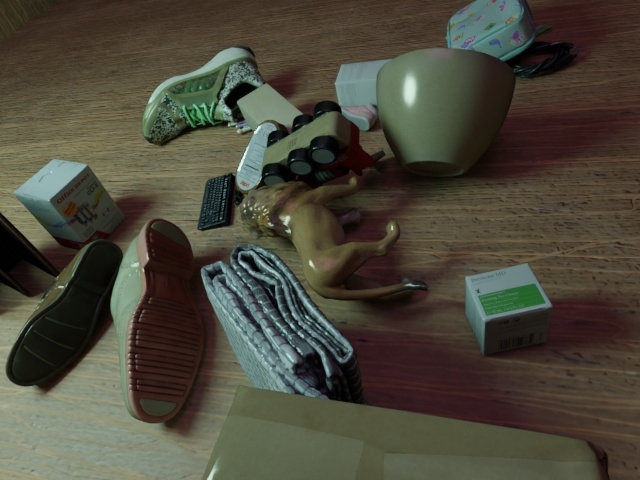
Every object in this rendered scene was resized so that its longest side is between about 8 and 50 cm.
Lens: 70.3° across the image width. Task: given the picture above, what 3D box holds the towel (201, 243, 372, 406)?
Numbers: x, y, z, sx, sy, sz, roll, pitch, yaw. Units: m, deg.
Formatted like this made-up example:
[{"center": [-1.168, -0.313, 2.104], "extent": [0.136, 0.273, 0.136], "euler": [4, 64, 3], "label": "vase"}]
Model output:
[{"center": [-0.039, 0.162, 0.651], "extent": [0.121, 0.235, 0.283], "euler": [-31, 47, -21], "label": "towel"}]

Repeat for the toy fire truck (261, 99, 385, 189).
[{"center": [0.025, -0.172, 0.991], "extent": [0.217, 0.246, 0.159], "euler": [-20, 53, 39], "label": "toy fire truck"}]

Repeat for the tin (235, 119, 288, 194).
[{"center": [-0.142, -0.196, 1.082], "extent": [0.106, 0.040, 0.190], "euler": [30, 97, 45], "label": "tin"}]

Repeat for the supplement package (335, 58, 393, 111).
[{"center": [0.142, -0.411, 1.223], "extent": [0.179, 0.105, 0.105], "euler": [1, 47, 18], "label": "supplement package"}]

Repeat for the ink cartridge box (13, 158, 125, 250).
[{"center": [-0.589, -0.083, 1.079], "extent": [0.127, 0.176, 0.128], "euler": [10, 52, 25], "label": "ink cartridge box"}]

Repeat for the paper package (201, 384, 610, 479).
[{"center": [0.071, 0.302, 0.431], "extent": [0.324, 0.310, 0.168], "euler": [2, 44, 18], "label": "paper package"}]

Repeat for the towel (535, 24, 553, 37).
[{"center": [0.559, -0.575, 1.287], "extent": [0.113, 0.023, 0.152], "euler": [-30, 30, -8], "label": "towel"}]

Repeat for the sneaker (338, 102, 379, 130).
[{"center": [0.095, -0.336, 1.207], "extent": [0.134, 0.051, 0.070], "euler": [27, 58, 31], "label": "sneaker"}]

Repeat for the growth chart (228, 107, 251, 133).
[{"center": [-0.213, -0.393, 1.370], "extent": [0.171, 0.021, 0.237], "euler": [-24, 45, -5], "label": "growth chart"}]

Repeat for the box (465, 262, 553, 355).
[{"center": [0.284, 0.106, 0.698], "extent": [0.101, 0.102, 0.087], "euler": [-14, 44, 5], "label": "box"}]

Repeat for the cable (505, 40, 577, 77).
[{"center": [0.573, -0.492, 1.213], "extent": [0.184, 0.047, 0.151], "euler": [-28, 46, -10], "label": "cable"}]

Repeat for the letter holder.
[{"center": [-0.724, 0.014, 0.940], "extent": [0.214, 0.302, 0.152], "euler": [16, 54, 28], "label": "letter holder"}]

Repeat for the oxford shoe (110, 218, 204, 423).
[{"center": [-0.314, 0.150, 0.843], "extent": [0.146, 0.140, 0.397], "euler": [-35, 44, 26], "label": "oxford shoe"}]

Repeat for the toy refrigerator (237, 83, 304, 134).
[{"center": [-0.105, -0.297, 1.188], "extent": [0.102, 0.094, 0.269], "euler": [-35, 52, -10], "label": "toy refrigerator"}]

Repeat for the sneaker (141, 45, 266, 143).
[{"center": [-0.328, -0.397, 1.317], "extent": [0.410, 0.158, 0.182], "euler": [-37, 62, -4], "label": "sneaker"}]

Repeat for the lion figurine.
[{"center": [0.000, 0.000, 0.844], "extent": [0.240, 0.142, 0.392], "euler": [-15, 36, -18], "label": "lion figurine"}]

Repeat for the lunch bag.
[{"center": [0.457, -0.574, 1.247], "extent": [0.224, 0.108, 0.279], "euler": [-24, 35, 34], "label": "lunch bag"}]

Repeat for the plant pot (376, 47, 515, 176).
[{"center": [0.248, -0.241, 0.951], "extent": [0.283, 0.284, 0.191], "euler": [5, 84, 21], "label": "plant pot"}]

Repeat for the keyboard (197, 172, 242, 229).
[{"center": [-0.239, -0.100, 1.102], "extent": [0.108, 0.023, 0.180], "euler": [-11, 47, 6], "label": "keyboard"}]

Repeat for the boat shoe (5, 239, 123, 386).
[{"center": [-0.505, 0.141, 0.910], "extent": [0.104, 0.110, 0.307], "euler": [-10, 46, 48], "label": "boat shoe"}]
